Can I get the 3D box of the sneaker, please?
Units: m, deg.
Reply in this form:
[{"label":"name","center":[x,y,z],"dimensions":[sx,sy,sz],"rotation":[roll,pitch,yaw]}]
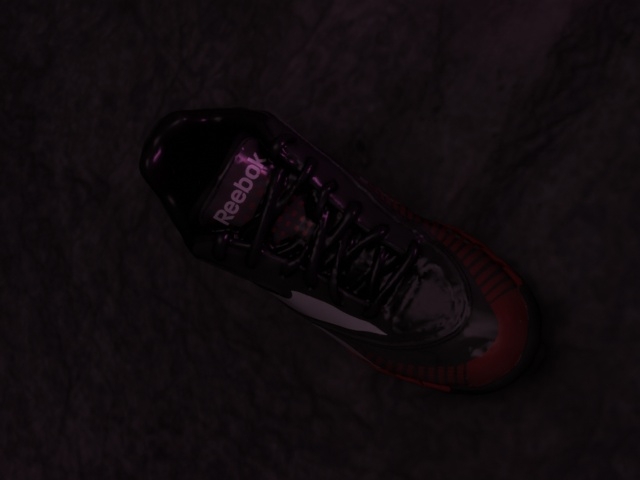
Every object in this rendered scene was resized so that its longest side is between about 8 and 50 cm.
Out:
[{"label":"sneaker","center":[0.000,0.000,0.655],"dimensions":[0.276,0.135,0.098],"rotation":[33,94,28]}]
